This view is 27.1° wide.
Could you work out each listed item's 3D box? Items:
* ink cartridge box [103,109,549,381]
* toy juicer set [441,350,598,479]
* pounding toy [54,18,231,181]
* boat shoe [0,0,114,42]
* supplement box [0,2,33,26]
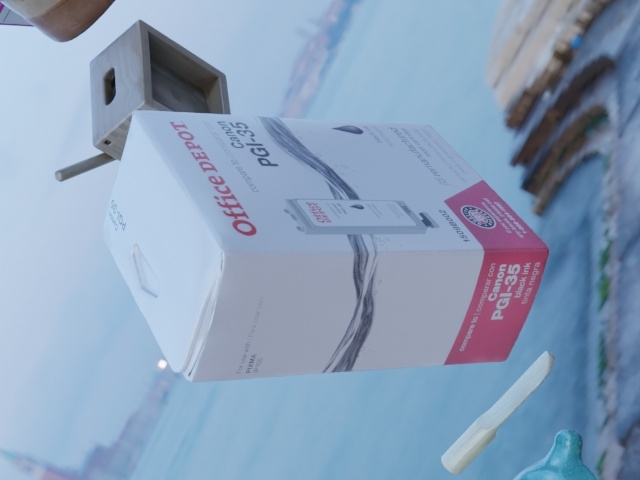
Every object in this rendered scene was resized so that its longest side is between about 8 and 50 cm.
[{"bbox_3d":[0.000,0.000,1.037,0.207,0.283,0.117,53,134,46],"label":"ink cartridge box"},{"bbox_3d":[0.226,0.313,1.460,0.209,0.090,0.329,-33,53,40],"label":"toy juicer set"},{"bbox_3d":[-0.160,-0.105,1.200,0.100,0.130,0.141,-35,44,28],"label":"pounding toy"},{"bbox_3d":[-0.112,-0.243,0.824,0.123,0.116,0.324,-5,41,44],"label":"boat shoe"},{"bbox_3d":[-0.304,-0.255,1.099,0.114,0.220,0.111,-44,60,43],"label":"supplement box"}]
